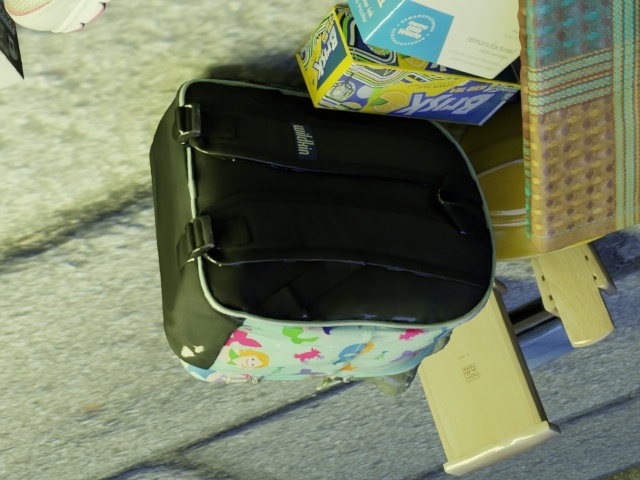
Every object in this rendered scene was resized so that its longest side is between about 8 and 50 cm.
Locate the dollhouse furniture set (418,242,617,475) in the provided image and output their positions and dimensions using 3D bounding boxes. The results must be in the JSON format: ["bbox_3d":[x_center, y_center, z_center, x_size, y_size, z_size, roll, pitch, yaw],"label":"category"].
[{"bbox_3d":[0.288,0.174,1.473,0.286,0.198,0.303,-27,153,21],"label":"dollhouse furniture set"}]

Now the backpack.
[{"bbox_3d":[0.000,0.000,0.898,0.254,0.225,0.191,0,151,-19],"label":"backpack"}]

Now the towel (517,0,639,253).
[{"bbox_3d":[0.307,-0.144,0.777,0.370,0.040,0.271,-17,132,-6],"label":"towel"}]

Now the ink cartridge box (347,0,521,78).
[{"bbox_3d":[0.134,-0.211,0.741,0.134,0.078,0.231,7,145,-41],"label":"ink cartridge box"}]

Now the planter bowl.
[{"bbox_3d":[0.189,-0.065,1.043,0.217,0.090,0.217,-8,155,-4],"label":"planter bowl"}]

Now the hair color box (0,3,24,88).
[{"bbox_3d":[-0.280,-0.113,0.709,0.167,0.053,0.093,-18,153,4],"label":"hair color box"}]

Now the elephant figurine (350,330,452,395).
[{"bbox_3d":[0.010,0.064,1.128,0.186,0.169,0.239,38,167,-22],"label":"elephant figurine"}]

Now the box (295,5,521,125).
[{"bbox_3d":[0.071,-0.131,0.890,0.169,0.054,0.059,1,149,-35],"label":"box"}]

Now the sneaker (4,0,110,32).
[{"bbox_3d":[-0.149,-0.205,0.568,0.111,0.103,0.252,-3,145,-19],"label":"sneaker"}]
